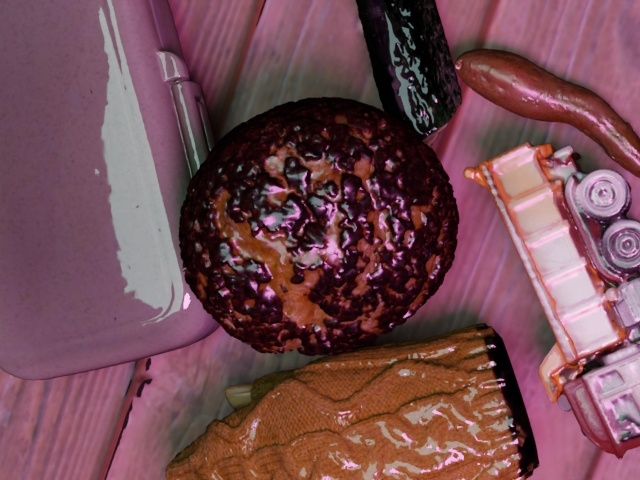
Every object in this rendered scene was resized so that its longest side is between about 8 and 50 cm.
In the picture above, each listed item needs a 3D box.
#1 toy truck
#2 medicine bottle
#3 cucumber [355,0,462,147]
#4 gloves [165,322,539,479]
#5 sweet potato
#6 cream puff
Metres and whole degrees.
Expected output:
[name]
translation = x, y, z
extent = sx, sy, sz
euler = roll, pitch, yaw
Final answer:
[toy truck]
translation = 0.225, 0.044, 1.063
extent = 0.135, 0.114, 0.270
euler = -26, 83, 14
[medicine bottle]
translation = -0.232, -0.065, 1.206
extent = 0.282, 0.123, 0.375
euler = -14, 87, 18
[cucumber]
translation = 0.069, -0.198, 1.130
extent = 0.074, 0.074, 0.241
euler = -16, 86, 18
[gloves]
translation = 0.014, 0.183, 1.109
extent = 0.356, 0.155, 0.203
euler = -26, 63, 23
[sweet potato]
translation = 0.214, -0.109, 1.098
extent = 0.214, 0.050, 0.050
euler = 30, 101, 9
[cream puff]
translation = 0.000, 0.000, 1.065
extent = 0.239, 0.239, 0.164
euler = -27, 45, 17
